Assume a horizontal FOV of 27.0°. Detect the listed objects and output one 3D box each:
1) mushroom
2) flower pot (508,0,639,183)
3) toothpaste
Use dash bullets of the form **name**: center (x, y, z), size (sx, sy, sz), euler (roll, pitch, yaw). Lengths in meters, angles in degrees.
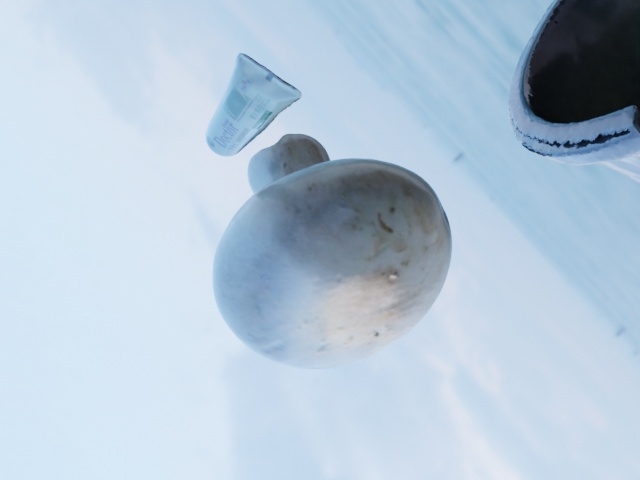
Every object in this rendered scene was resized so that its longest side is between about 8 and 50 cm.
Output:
- **mushroom**: center (0.000, 0.000, 1.330), size (0.243, 0.243, 0.243), euler (47, -174, -7)
- **flower pot**: center (0.356, -0.137, 0.987), size (0.251, 0.379, 0.379), euler (40, -172, -19)
- **toothpaste**: center (-0.070, -0.117, 1.216), size (0.064, 0.041, 0.218), euler (35, 161, -6)
